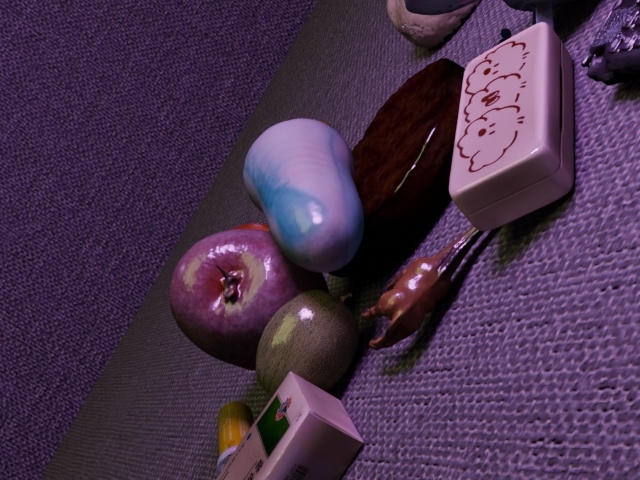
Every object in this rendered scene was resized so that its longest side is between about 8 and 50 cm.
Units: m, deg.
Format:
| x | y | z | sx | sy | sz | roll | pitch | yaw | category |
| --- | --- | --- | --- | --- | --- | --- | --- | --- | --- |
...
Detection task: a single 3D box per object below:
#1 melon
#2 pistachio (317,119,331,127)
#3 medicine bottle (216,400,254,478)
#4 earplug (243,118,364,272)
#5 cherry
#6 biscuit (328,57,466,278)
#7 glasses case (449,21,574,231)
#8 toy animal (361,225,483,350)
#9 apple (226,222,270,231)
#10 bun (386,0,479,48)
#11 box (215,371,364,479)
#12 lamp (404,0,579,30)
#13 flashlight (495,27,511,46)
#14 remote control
| x | y | z | sx | sy | sz | roll | pitch | yaw | category |
| --- | --- | --- | --- | --- | --- | --- | --- | --- | --- |
| -0.016 | 0.151 | 1.630 | 0.192 | 0.139 | 0.139 | -53 | 14 | -5 | melon |
| -0.047 | -0.201 | 2.544 | 0.189 | 0.110 | 0.100 | -56 | -17 | 6 | pistachio |
| -0.133 | 0.326 | 1.776 | 0.074 | 0.074 | 0.218 | -55 | 14 | 8 | medicine bottle |
| -0.010 | -0.045 | 1.679 | 0.185 | 0.185 | 0.324 | -53 | 23 | 16 | earplug |
| -0.106 | 0.105 | 1.810 | 0.307 | 0.261 | 0.221 | 66 | -143 | -54 | cherry |
| 0.126 | -0.111 | 1.827 | 0.407 | 0.091 | 0.407 | -53 | 16 | 22 | biscuit |
| 0.255 | -0.157 | 1.454 | 0.144 | 0.076 | 0.336 | -27 | 28 | 28 | glasses case |
| 0.156 | 0.037 | 1.473 | 0.224 | 0.066 | 0.229 | -50 | 5 | -38 | toy animal |
| -0.132 | 0.052 | 2.154 | 0.199 | 0.199 | 0.199 | -51 | 15 | 20 | apple |
| 0.229 | -0.515 | 2.227 | 0.259 | 0.152 | 0.259 | -49 | 17 | 20 | bun |
| -0.050 | 0.308 | 1.500 | 0.212 | 0.095 | 0.168 | -56 | 17 | 4 | box |
| 0.269 | -0.402 | 1.639 | 0.247 | 0.301 | 0.247 | 14 | -109 | -84 | lamp |
| 0.286 | -0.289 | 1.792 | 0.035 | 0.057 | 0.121 | -24 | -16 | -36 | flashlight |
| 0.419 | -0.236 | 1.188 | 0.144 | 0.062 | 0.399 | -59 | 16 | -6 | remote control |
